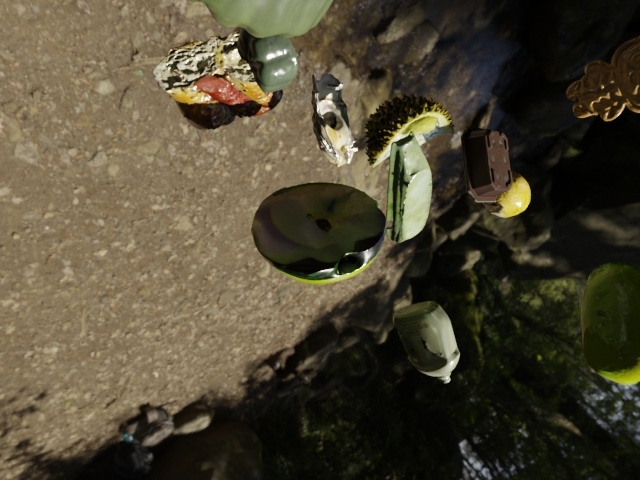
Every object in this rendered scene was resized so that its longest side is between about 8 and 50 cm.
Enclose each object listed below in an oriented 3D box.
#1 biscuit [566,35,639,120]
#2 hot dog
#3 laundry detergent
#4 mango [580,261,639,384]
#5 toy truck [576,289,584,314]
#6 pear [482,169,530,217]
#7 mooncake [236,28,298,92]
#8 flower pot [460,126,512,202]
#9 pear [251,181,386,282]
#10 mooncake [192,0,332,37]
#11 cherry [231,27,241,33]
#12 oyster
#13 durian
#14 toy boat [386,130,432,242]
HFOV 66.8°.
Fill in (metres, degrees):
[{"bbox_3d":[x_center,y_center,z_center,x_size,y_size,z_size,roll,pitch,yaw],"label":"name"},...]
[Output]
[{"bbox_3d":[0.833,-0.436,1.326,0.289,0.201,0.044,-14,-175,34],"label":"biscuit"},{"bbox_3d":[-0.302,-0.486,1.570,0.368,0.195,0.365,-15,178,-4],"label":"hot dog"},{"bbox_3d":[0.334,0.320,1.490,0.181,0.253,0.091,-20,-174,39],"label":"laundry detergent"},{"bbox_3d":[0.263,0.071,0.418,0.074,0.108,0.056,-15,-178,42],"label":"mango"},{"bbox_3d":[0.867,0.179,1.328,0.286,0.136,0.111,-7,167,26],"label":"toy truck"},{"bbox_3d":[0.655,-0.171,1.730,0.178,0.178,0.178,-27,150,-17],"label":"pear"},{"bbox_3d":[-0.138,-0.460,1.212,0.104,0.175,0.168,-32,143,-16],"label":"mooncake"},{"bbox_3d":[0.550,-0.252,1.571,0.179,0.250,0.084,-3,177,-38],"label":"flower pot"},{"bbox_3d":[-0.001,0.000,1.471,0.399,0.399,0.165,-26,140,-20],"label":"pear"},{"bbox_3d":[-0.121,-0.487,0.773,0.352,0.351,0.187,-9,149,-41],"label":"mooncake"},{"bbox_3d":[-0.257,-0.682,1.665,0.087,0.126,0.106,-36,121,-43],"label":"cherry"},{"bbox_3d":[0.028,-0.389,1.542,0.275,0.101,0.270,13,87,-53],"label":"oyster"},{"bbox_3d":[0.244,-0.338,1.442,0.306,0.172,0.166,-34,129,-14],"label":"durian"},{"bbox_3d":[0.166,-0.081,0.929,0.093,0.055,0.293,-32,149,-13],"label":"toy boat"}]
